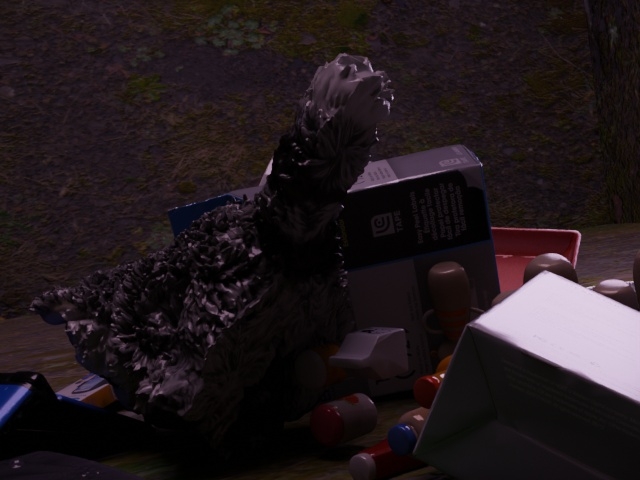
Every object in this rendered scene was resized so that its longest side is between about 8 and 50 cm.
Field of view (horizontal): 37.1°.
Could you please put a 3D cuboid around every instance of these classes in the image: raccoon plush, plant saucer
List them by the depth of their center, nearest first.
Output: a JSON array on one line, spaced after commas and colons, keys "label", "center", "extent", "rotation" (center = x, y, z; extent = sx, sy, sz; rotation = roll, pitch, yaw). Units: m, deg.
[{"label": "raccoon plush", "center": [-0.106, -0.002, 0.981], "extent": [0.299, 0.446, 0.216], "rotation": [32, 7, 37]}, {"label": "plant saucer", "center": [0.206, 0.072, 1.280], "extent": [0.258, 0.047, 0.259], "rotation": [3, 37, 20]}]

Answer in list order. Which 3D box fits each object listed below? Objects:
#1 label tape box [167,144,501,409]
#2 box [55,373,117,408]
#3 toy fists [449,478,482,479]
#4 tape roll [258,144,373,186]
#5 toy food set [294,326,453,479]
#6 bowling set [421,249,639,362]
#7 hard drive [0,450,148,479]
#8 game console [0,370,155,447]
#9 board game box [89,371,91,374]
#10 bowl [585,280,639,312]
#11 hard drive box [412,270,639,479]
[{"label": "label tape box", "center": [0.023, 0.053, 1.081], "extent": [0.348, 0.249, 0.115], "rotation": [-13, 19, -2]}, {"label": "box", "center": [-0.299, 0.199, 1.224], "extent": [0.081, 0.028, 0.136], "rotation": [-8, 11, 36]}, {"label": "toy fists", "center": [0.091, 0.163, 0.417], "extent": [0.279, 0.096, 0.142], "rotation": [-7, -8, 37]}, {"label": "tape roll", "center": [0.000, 0.000, 1.267], "extent": [0.169, 0.246, 0.246], "rotation": [20, 6, 6]}, {"label": "toy food set", "center": [0.047, 0.139, 0.814], "extent": [0.232, 0.111, 0.104], "rotation": [-1, 6, 44]}, {"label": "bowling set", "center": [0.235, 0.114, 0.939], "extent": [0.287, 0.154, 0.200], "rotation": [-5, 22, 16]}, {"label": "hard drive", "center": [-0.229, 0.209, 0.702], "extent": [0.172, 0.054, 0.255], "rotation": [-9, 2, -37]}, {"label": "game console", "center": [-0.372, 0.229, 1.001], "extent": [0.293, 0.173, 0.250], "rotation": [-6, 34, 35]}, {"label": "board game box", "center": [-0.149, 0.149, 1.384], "extent": [0.224, 0.097, 0.303], "rotation": [-4, 6, 41]}, {"label": "bowl", "center": [0.378, 0.098, 1.147], "extent": [0.170, 0.080, 0.170], "rotation": [-7, 2, 0]}, {"label": "hard drive box", "center": [0.185, 0.106, 0.598], "extent": [0.181, 0.089, 0.232], "rotation": [26, 15, 20]}]
